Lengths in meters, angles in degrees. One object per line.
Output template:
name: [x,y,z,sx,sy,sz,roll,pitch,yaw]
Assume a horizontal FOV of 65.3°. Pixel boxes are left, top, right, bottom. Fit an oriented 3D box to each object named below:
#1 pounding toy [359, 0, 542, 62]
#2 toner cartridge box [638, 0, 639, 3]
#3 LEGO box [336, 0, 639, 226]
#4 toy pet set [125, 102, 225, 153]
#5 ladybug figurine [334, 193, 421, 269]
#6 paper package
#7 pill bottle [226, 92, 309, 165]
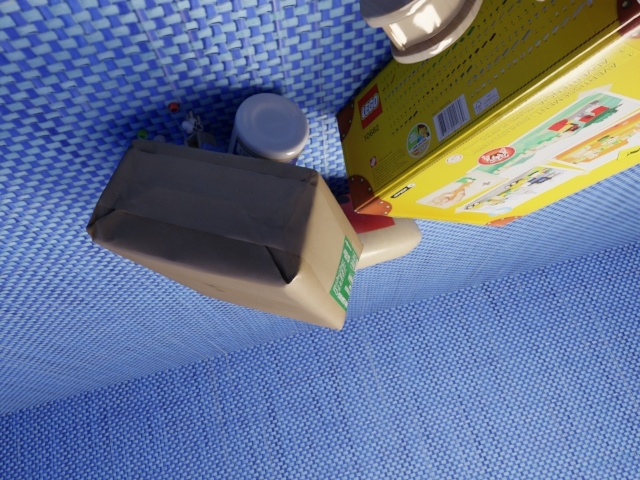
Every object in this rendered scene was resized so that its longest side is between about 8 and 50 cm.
pounding toy: [0.093,-0.249,0.477,0.154,0.269,0.155,-57,147,8]
toner cartridge box: [0.168,-0.293,0.297,0.075,0.165,0.348,-30,113,34]
LEGO box: [0.319,-0.205,0.729,0.373,0.193,0.500,3,158,-33]
toy pet set: [-0.218,-0.139,0.781,0.122,0.065,0.114,-29,155,30]
ladybug figurine: [0.000,0.000,1.085,0.450,0.161,0.305,-15,178,-20]
paper package: [-0.113,0.006,0.776,0.310,0.168,0.325,12,164,19]
pill bottle: [-0.095,-0.137,0.806,0.112,0.111,0.186,-7,161,-21]
